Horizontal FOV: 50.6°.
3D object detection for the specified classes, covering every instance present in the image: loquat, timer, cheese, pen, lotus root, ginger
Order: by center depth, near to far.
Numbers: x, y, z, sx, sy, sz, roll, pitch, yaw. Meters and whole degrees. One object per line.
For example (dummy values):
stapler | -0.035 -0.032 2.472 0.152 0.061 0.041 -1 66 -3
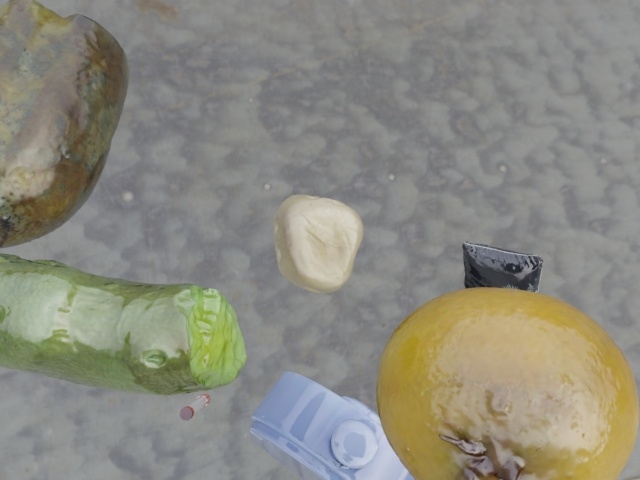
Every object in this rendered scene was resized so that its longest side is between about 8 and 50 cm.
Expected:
ginger | -0.192 0.051 0.464 0.289 0.137 0.089 9 93 0
loquat | 0.195 0.186 0.730 0.274 0.275 0.275 6 63 -11
lotus root | -0.408 -0.146 0.922 0.250 0.250 0.346 15 52 -7
timer | 0.046 0.399 1.306 0.395 0.395 0.173 37 69 6
pen | -0.248 0.331 1.359 0.028 0.239 0.028 0 84 -1
cheese | 0.000 0.000 1.519 0.217 0.117 0.235 -32 98 -19

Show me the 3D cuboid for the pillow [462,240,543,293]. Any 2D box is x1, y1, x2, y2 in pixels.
pillow | 0.309 0.099 1.169 0.141 0.209 0.055 9 37 18
